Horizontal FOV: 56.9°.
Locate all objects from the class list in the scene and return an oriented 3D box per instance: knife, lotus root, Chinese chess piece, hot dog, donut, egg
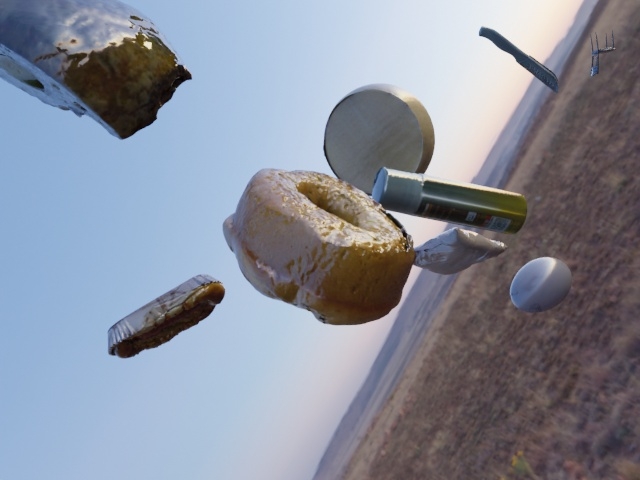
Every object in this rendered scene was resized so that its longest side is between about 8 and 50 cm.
[{"bbox_3d":[0.388,-0.351,1.137,0.028,0.210,0.015,-46,22,42],"label":"knife"},{"bbox_3d":[-0.329,-0.264,0.755,0.142,0.313,0.210,81,-151,-55],"label":"lotus root"},{"bbox_3d":[0.128,-0.219,1.308,0.103,0.249,0.250,-35,-28,-61],"label":"Chinese chess piece"},{"bbox_3d":[-0.304,0.151,1.165,0.252,0.069,0.131,-30,-21,-23],"label":"hot dog"},{"bbox_3d":[0.000,0.000,0.964,0.150,0.317,0.299,-68,-10,22],"label":"donut"},{"bbox_3d":[0.645,0.131,1.732,0.198,0.146,0.146,-29,-20,-13],"label":"egg"}]

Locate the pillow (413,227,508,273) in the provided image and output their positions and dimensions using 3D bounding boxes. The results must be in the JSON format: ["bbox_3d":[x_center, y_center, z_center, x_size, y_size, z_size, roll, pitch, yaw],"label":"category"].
[{"bbox_3d":[0.326,0.031,1.443,0.270,0.173,0.067,146,135,-63],"label":"pillow"}]

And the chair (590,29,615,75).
[{"bbox_3d":[0.566,-0.375,1.185,0.037,0.042,0.086,-71,-21,-81],"label":"chair"}]

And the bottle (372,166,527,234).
[{"bbox_3d":[0.241,-0.074,1.111,0.082,0.285,0.082,-171,90,-79],"label":"bottle"}]
